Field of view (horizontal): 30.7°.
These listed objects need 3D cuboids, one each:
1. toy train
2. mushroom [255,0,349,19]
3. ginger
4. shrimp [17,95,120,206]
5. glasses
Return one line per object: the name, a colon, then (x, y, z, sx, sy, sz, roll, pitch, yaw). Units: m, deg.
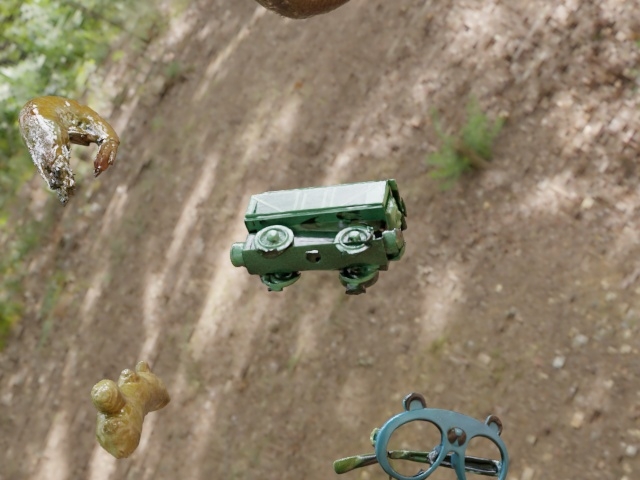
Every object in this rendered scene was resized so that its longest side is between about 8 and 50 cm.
toy train: (0.000, 0.000, 1.755, 0.270, 0.115, 0.154, -6, 34, 16)
mushroom: (0.037, -0.536, 2.045, 0.331, 0.356, 0.334, -38, -34, -64)
ginger: (-0.285, 0.251, 1.766, 0.299, 0.065, 0.118, -25, -73, -85)
shrimp: (-0.360, -0.132, 1.663, 0.248, 0.150, 0.068, -101, 28, -51)
glasses: (0.130, 0.310, 1.590, 0.207, 0.239, 0.102, -42, 43, 38)
